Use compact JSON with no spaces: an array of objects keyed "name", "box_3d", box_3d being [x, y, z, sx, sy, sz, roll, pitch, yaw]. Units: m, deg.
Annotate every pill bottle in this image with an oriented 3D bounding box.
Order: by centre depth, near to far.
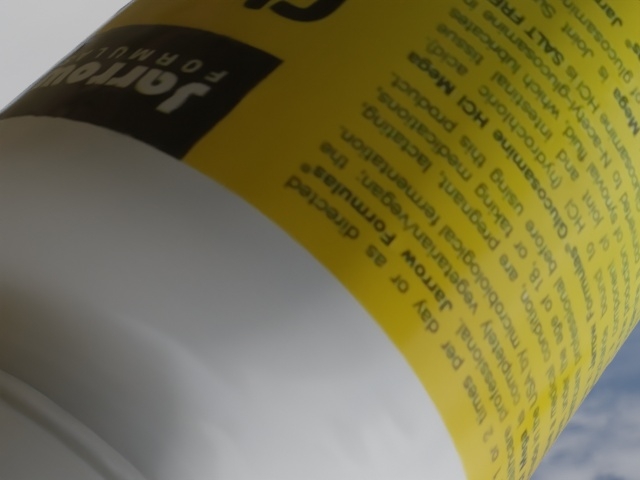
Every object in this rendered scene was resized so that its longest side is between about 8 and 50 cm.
[{"name":"pill bottle","box_3d":[0.000,0.000,0.476,0.188,0.188,0.334,5,-138,42]}]
